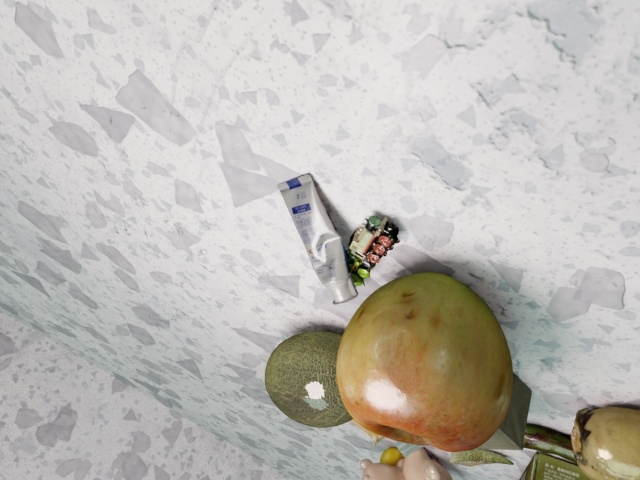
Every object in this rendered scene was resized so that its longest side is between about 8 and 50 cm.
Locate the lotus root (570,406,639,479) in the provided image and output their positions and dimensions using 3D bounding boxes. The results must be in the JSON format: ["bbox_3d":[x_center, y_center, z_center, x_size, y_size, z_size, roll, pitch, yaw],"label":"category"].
[{"bbox_3d":[0.684,0.439,1.016,0.310,0.182,0.182,0,136,26],"label":"lotus root"}]

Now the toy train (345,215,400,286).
[{"bbox_3d":[0.084,0.033,1.007,0.085,0.053,0.249,33,144,3],"label":"toy train"}]

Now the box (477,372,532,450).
[{"bbox_3d":[0.353,0.393,1.185,0.155,0.149,0.231,42,143,-18],"label":"box"}]

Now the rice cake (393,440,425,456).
[{"bbox_3d":[0.283,0.504,1.370,0.198,0.037,0.189,-32,125,0],"label":"rice cake"}]

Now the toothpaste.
[{"bbox_3d":[0.000,0.000,0.985,0.096,0.061,0.266,-13,106,44],"label":"toothpaste"}]

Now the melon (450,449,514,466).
[{"bbox_3d":[0.488,0.665,1.515,0.098,0.054,0.182,31,145,-14],"label":"melon"}]

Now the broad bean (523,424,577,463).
[{"bbox_3d":[0.602,0.513,1.240,0.339,0.061,0.077,11,148,25],"label":"broad bean"}]

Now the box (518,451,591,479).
[{"bbox_3d":[0.767,0.789,1.403,0.420,0.138,0.373,14,141,19],"label":"box"}]

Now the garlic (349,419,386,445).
[{"bbox_3d":[0.106,0.474,1.444,0.245,0.164,0.145,18,161,25],"label":"garlic"}]

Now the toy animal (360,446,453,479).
[{"bbox_3d":[0.310,0.792,1.672,0.345,0.277,0.247,35,116,-27],"label":"toy animal"}]

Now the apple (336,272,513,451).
[{"bbox_3d":[0.195,0.230,0.976,0.339,0.305,0.338,13,153,6],"label":"apple"}]

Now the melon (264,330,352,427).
[{"bbox_3d":[-0.010,0.361,1.312,0.329,0.248,0.248,-12,128,50],"label":"melon"}]
